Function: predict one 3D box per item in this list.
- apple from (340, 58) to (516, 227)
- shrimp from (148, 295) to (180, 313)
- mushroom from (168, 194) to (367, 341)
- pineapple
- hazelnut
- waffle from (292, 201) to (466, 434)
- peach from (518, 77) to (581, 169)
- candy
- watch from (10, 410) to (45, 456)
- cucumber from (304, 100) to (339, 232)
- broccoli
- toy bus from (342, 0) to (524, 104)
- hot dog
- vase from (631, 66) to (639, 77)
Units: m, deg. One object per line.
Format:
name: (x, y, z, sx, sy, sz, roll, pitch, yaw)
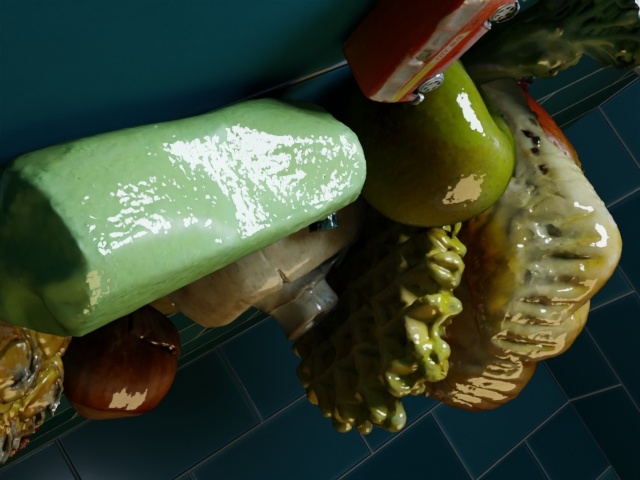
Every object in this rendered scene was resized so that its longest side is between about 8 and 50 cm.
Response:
apple: (0.109, -0.103, 0.863, 0.156, 0.197, 0.196, -29, 175, 24)
shrimp: (-0.176, 0.045, 1.283, 0.253, 0.058, 0.173, -27, 164, -21)
mushroom: (-0.039, -0.002, 0.926, 0.253, 0.195, 0.189, -28, 170, -43)
pineapple: (-0.287, 0.111, 0.778, 0.158, 0.161, 0.334, -31, 171, -22)
hazelnut: (-0.293, 0.166, 1.185, 0.182, 0.182, 0.182, -31, 174, -4)
waffle: (0.062, 0.074, 0.971, 0.329, 0.062, 0.329, -46, -150, 38)
peach: (0.284, -0.100, 1.463, 0.339, 0.353, 0.416, -40, 130, 14)
candy: (-0.108, -0.029, 0.670, 0.343, 0.132, 0.142, -24, 161, -48)
watch: (-0.515, 0.270, 1.262, 0.164, 0.102, 0.268, -30, 165, -6)
cucumber: (-0.006, -0.075, 0.830, 0.032, 0.133, 0.032, -8, 178, 0)
broccoli: (0.238, -0.224, 0.871, 0.304, 0.165, 0.145, -19, -167, 49)
toy bus: (0.090, -0.185, 0.690, 0.077, 0.079, 0.174, -15, 164, -37)
hot dog: (0.196, 0.016, 1.046, 0.196, 0.366, 0.367, 14, 126, -25)
vase: (0.465, -0.314, 0.881, 0.245, 0.245, 0.291, -26, 164, -44)
